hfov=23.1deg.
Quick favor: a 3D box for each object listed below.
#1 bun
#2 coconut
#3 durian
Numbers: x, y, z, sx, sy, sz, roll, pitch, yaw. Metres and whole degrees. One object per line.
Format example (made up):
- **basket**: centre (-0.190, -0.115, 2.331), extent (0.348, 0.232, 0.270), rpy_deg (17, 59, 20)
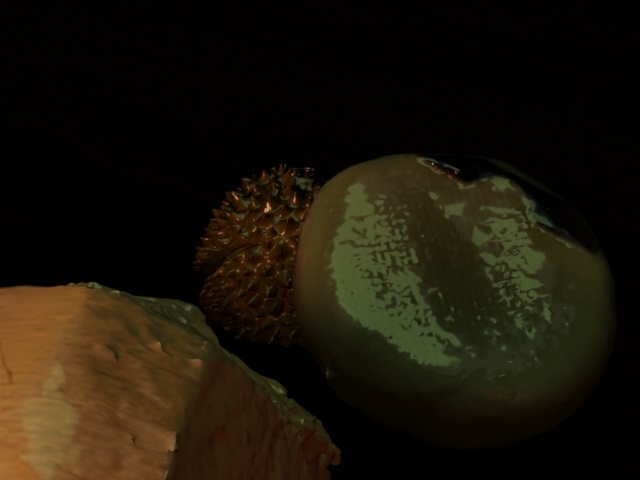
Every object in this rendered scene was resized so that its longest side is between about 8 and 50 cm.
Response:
- **bun**: centre (0.107, 0.066, 1.331), extent (0.283, 0.179, 0.283), rpy_deg (4, 54, -6)
- **coconut**: centre (-0.187, 0.212, 0.782), extent (0.404, 0.405, 0.404), rpy_deg (-1, 25, 0)
- **durian**: centre (0.000, 0.000, 1.508), extent (0.237, 0.138, 0.193), rpy_deg (-15, 29, -29)
